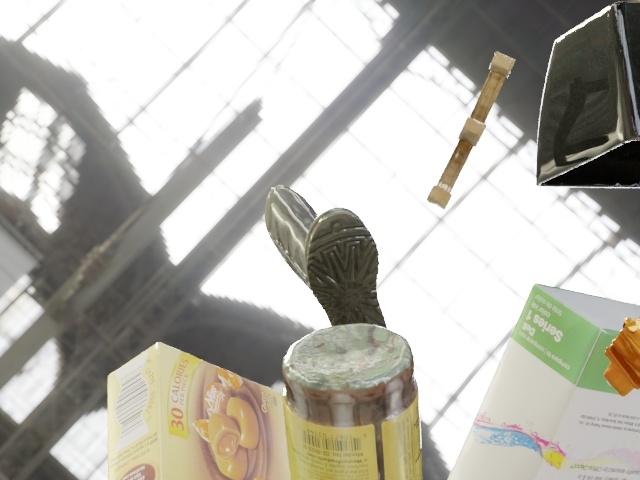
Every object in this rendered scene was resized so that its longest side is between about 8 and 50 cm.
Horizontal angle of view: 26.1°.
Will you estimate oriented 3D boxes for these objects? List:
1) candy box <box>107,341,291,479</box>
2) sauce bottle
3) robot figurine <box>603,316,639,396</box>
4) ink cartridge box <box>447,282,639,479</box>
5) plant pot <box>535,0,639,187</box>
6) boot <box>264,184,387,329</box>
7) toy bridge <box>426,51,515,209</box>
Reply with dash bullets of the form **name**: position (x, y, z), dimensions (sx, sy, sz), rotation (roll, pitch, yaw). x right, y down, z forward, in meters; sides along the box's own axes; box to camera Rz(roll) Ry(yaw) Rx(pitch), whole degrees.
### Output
- **candy box**: position (-0.107, 0.273, 1.312), dimensions (0.183, 0.317, 0.087), rotation (27, -47, -37)
- **sauce bottle**: position (0.032, 0.238, 1.144), dimensions (0.111, 0.111, 0.345), rotation (21, -55, 40)
- **robot figurine**: position (0.363, 0.074, 1.032), dimensions (0.211, 0.291, 0.085), rotation (56, -29, 22)
- **ink cartridge box**: position (0.267, 0.204, 1.437), dimensions (0.201, 0.278, 0.117), rotation (12, 16, -37)
- **plant pot**: position (0.351, -0.161, 1.517), dimensions (0.188, 0.187, 0.167), rotation (153, -66, -64)
- **boot**: position (-0.002, 0.000, 1.376), dimensions (0.208, 0.076, 0.190), rotation (-114, -167, -51)
- **toy bridge**: position (0.168, -0.121, 1.539), dimensions (0.026, 0.188, 0.063), rotation (25, -8, 5)
